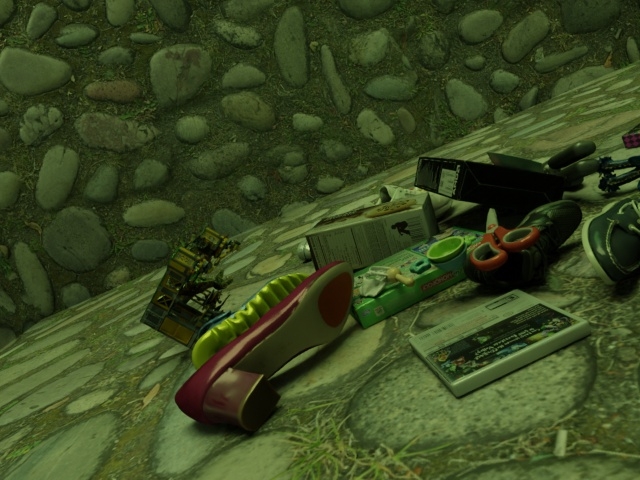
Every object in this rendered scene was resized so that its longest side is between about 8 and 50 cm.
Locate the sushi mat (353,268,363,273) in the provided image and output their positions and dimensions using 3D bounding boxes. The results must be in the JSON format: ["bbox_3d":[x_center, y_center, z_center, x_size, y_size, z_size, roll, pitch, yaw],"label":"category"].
[{"bbox_3d":[-0.037,0.135,1.265,0.317,0.019,0.151,-25,10,-8],"label":"sushi mat"}]

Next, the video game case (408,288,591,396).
[{"bbox_3d":[0.235,0.133,0.720,0.191,0.022,0.173,-23,11,-5],"label":"video game case"}]

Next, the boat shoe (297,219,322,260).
[{"bbox_3d":[0.000,0.000,1.710,0.076,0.083,0.226,-5,29,24],"label":"boat shoe"}]

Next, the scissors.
[{"bbox_3d":[0.288,-0.012,0.900,0.109,0.021,0.297,-33,9,10],"label":"scissors"}]

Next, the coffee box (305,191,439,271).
[{"bbox_3d":[0.133,-0.015,1.304,0.298,0.118,0.168,-13,13,21],"label":"coffee box"}]

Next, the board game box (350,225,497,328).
[{"bbox_3d":[0.191,0.064,1.068,0.318,0.046,0.213,-25,12,-7],"label":"board game box"}]

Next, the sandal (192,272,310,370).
[{"bbox_3d":[-0.136,0.164,1.085,0.318,0.126,0.138,-28,8,-27],"label":"sandal"}]

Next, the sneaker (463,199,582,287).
[{"bbox_3d":[0.364,0.011,0.873,0.228,0.087,0.130,-28,13,-6],"label":"sneaker"}]

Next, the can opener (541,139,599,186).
[{"bbox_3d":[0.563,-0.164,1.161,0.095,0.075,0.283,-10,-3,5],"label":"can opener"}]

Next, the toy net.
[{"bbox_3d":[0.164,0.039,0.949,0.232,0.045,0.122,-21,21,32],"label":"toy net"}]

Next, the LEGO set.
[{"bbox_3d":[-0.269,0.121,1.273,0.254,0.192,0.331,-60,4,5],"label":"LEGO set"}]

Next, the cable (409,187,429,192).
[{"bbox_3d":[0.278,-0.118,1.675,0.140,0.072,0.287,-20,11,45],"label":"cable"}]

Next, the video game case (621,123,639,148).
[{"bbox_3d":[0.924,-0.303,1.305,0.210,0.041,0.232,-29,12,-26],"label":"video game case"}]

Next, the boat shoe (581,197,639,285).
[{"bbox_3d":[0.457,-0.009,0.766,0.079,0.095,0.255,-28,-4,43],"label":"boat shoe"}]

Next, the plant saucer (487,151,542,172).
[{"bbox_3d":[0.547,-0.199,1.426,0.195,0.037,0.195,15,9,-3],"label":"plant saucer"}]

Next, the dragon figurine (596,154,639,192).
[{"bbox_3d":[0.645,-0.137,0.983,0.144,0.085,0.289,-24,11,-3],"label":"dragon figurine"}]

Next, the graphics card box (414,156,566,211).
[{"bbox_3d":[0.386,-0.140,1.259,0.233,0.094,0.371,8,9,-6],"label":"graphics card box"}]

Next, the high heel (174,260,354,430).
[{"bbox_3d":[-0.088,0.155,0.908,0.182,0.127,0.377,-1,31,39],"label":"high heel"}]

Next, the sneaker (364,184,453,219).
[{"bbox_3d":[0.253,-0.106,1.463,0.305,0.152,0.114,-28,10,-27],"label":"sneaker"}]
